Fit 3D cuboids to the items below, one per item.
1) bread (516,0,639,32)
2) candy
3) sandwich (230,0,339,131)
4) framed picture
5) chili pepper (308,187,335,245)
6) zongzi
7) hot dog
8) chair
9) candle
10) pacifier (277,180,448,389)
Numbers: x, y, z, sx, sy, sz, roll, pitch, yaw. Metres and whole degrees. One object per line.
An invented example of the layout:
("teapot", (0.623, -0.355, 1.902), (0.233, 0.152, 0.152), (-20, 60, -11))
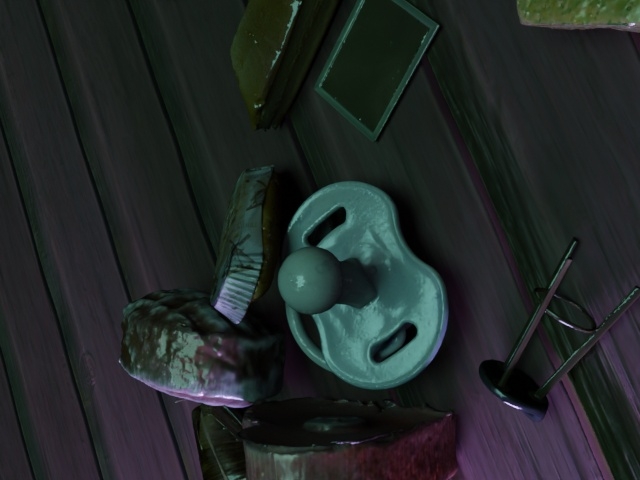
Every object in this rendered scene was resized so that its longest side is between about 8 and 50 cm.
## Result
("bread", (0.309, -0.289, 0.920), (0.196, 0.102, 0.138), (14, 99, 43))
("candy", (-0.179, 0.156, 1.303), (0.289, 0.214, 0.157), (9, 96, 44))
("sandwich", (-0.056, -0.287, 1.250), (0.096, 0.094, 0.258), (44, 121, 29))
("framed picture", (0.074, -0.249, 1.192), (0.142, 0.011, 0.183), (45, 120, 30))
("chili pepper", (0.000, 0.000, 1.252), (0.050, 0.041, 0.153), (-3, 90, 0))
("zongzi", (-0.080, 0.323, 1.316), (0.241, 0.111, 0.248), (-22, 71, 22))
("hot dog", (-0.100, -0.003, 1.240), (0.144, 0.075, 0.268), (126, 160, -45))
("chair", (0.254, 0.111, 0.994), (0.104, 0.095, 0.222), (46, 122, 40))
("candle", (0.035, 0.281, 1.116), (0.317, 0.287, 0.132), (-179, 84, -81))
("pacifier", (0.018, 0.059, 1.112), (0.238, 0.225, 0.287), (-36, 65, 23))
